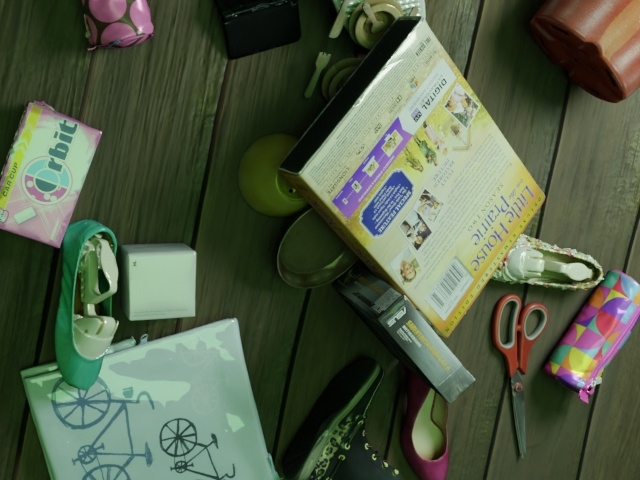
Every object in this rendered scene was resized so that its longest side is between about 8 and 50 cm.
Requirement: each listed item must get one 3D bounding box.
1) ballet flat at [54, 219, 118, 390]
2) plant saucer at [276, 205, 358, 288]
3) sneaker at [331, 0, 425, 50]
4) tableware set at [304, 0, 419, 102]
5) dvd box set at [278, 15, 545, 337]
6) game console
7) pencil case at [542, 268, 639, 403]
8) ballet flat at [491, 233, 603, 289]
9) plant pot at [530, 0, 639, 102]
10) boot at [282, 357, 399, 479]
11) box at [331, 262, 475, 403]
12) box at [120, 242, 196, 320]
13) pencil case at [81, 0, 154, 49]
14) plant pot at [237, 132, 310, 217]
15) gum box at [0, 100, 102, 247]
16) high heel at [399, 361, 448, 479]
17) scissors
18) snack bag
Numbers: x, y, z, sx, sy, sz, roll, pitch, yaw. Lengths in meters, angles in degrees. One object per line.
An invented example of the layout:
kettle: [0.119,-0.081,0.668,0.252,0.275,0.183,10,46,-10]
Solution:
ballet flat: [-0.329,0.091,1.371,0.083,0.087,0.247,5,83,-48]
plant saucer: [0.000,0.000,1.503,0.168,0.029,0.168,-22,135,-23]
sneaker: [0.034,-0.435,1.435,0.135,0.150,0.366,-32,134,13]
tableware set: [0.066,-0.277,1.457,0.128,0.039,0.194,6,127,-26]
dvd box set: [0.160,-0.087,1.483,0.307,0.062,0.420,-53,126,-13]
game console: [-0.099,-0.350,1.458,0.122,0.071,0.107,-20,74,-17]
pencil case: [0.494,0.169,1.700,0.104,0.104,0.236,34,85,-21]
ballet flat: [0.383,0.039,1.653,0.241,0.077,0.091,5,95,-20]
plant pot: [0.502,-0.382,1.549,0.272,0.272,0.265,43,91,-20]
boot: [0.068,0.327,1.583,0.179,0.085,0.236,37,85,-25]
box: [0.123,0.138,1.491,0.056,0.231,0.183,-43,108,-5]
box: [-0.241,0.059,1.426,0.101,0.087,0.102,-2,98,-19]
pencil case: [-0.303,-0.373,1.343,0.098,0.095,0.209,-13,100,-2]
plant pot: [-0.050,-0.095,1.468,0.134,0.095,0.134,-3,99,-19]
gum box: [-0.392,-0.097,1.363,0.107,0.062,0.188,20,91,-21]
high heel: [0.189,0.314,1.601,0.082,0.117,0.244,-10,101,-18]
scissors: [0.337,0.242,1.699,0.109,0.021,0.297,5,97,-23]
snack bag: [-0.252,0.297,1.485,0.343,0.037,0.323,-17,104,-16]
